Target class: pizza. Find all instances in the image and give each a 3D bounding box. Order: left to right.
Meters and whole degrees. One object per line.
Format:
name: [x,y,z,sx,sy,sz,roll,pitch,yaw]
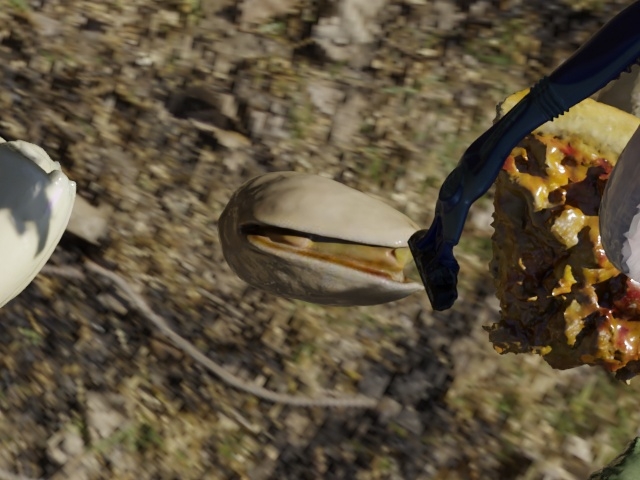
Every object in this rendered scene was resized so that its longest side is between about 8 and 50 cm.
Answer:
pizza: [0.232,0.027,1.525,0.226,0.086,0.335,-41,103,14]

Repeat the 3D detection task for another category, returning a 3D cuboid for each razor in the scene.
razor: [0.081,-0.040,0.706,0.028,0.044,0.154,27,119,-32]

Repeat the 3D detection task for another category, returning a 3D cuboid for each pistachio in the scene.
pistachio: [0.000,0.000,1.895,0.152,0.223,0.126,5,97,-67]

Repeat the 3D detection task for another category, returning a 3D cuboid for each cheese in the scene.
cheese: [-0.345,-0.048,1.624,0.266,0.127,0.233,34,78,12]

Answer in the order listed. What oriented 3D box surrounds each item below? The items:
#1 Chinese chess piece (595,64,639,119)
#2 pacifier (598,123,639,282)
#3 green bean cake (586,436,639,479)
Chinese chess piece: [0.403,-0.094,2.133,0.257,0.104,0.257,-1,92,-44]
pacifier: [0.214,-0.031,0.512,0.332,0.220,0.273,11,84,-57]
green bean cake: [0.269,0.289,1.463,0.125,0.227,0.222,-27,142,-42]
